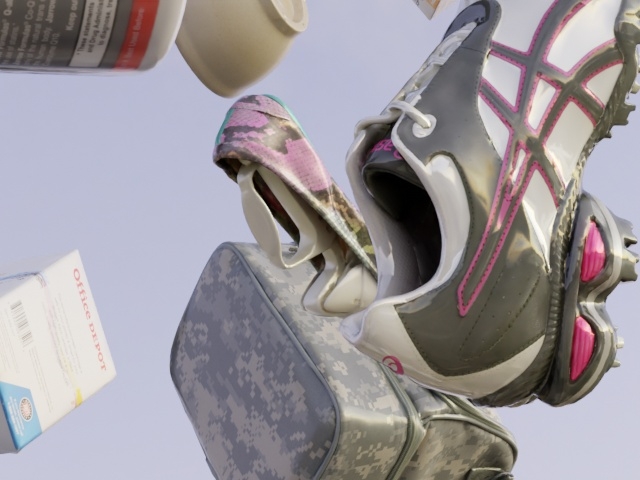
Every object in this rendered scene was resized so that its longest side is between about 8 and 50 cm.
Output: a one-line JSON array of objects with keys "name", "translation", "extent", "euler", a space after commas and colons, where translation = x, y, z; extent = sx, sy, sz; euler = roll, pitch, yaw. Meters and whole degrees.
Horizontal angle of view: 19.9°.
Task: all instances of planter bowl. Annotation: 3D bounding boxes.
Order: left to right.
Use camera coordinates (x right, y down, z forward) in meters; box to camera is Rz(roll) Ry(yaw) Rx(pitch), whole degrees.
[{"name": "planter bowl", "translation": [-0.081, -0.246, 1.946], "extent": [0.109, 0.162, 0.162], "euler": [-23, -28, 22]}]

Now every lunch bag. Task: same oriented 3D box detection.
[{"name": "lunch bag", "translation": [0.026, 0.145, 1.796], "extent": [0.256, 0.305, 0.212], "euler": [3, -54, -35]}]

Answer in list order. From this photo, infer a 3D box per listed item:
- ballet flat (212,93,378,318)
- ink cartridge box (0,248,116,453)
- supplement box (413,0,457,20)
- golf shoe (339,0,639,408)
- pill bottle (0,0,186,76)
[{"name": "ballet flat", "translation": [0.000, 0.000, 1.238], "extent": [0.077, 0.079, 0.221], "euler": [-9, -51, 51]}, {"name": "ink cartridge box", "translation": [-0.381, 0.133, 2.132], "extent": [0.168, 0.171, 0.233], "euler": [-9, 13, 26]}, {"name": "supplement box", "translation": [0.140, -0.269, 1.819], "extent": [0.098, 0.036, 0.062], "euler": [-37, -8, -16]}, {"name": "golf shoe", "translation": [0.078, -0.061, 0.834], "extent": [0.120, 0.272, 0.105], "euler": [12, -21, -24]}, {"name": "pill bottle", "translation": [-0.284, -0.220, 1.245], "extent": [0.363, 0.210, 0.210], "euler": [0, -29, -21]}]
